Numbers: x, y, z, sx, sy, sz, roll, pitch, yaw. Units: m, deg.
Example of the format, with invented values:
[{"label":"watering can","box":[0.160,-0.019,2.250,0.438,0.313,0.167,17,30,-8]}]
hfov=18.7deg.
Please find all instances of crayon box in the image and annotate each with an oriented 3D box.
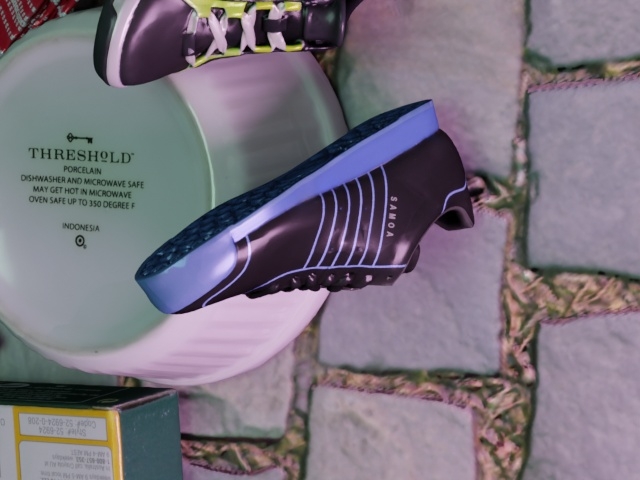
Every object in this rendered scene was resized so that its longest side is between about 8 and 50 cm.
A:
[{"label":"crayon box","box":[-0.194,0.264,1.367,0.203,0.083,0.323,0,96,29]}]

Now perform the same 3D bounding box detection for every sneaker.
[{"label":"sneaker","box":[-0.028,-0.151,1.175,0.097,0.235,0.084,41,149,26]},{"label":"sneaker","box":[0.000,0.000,1.167,0.081,0.232,0.090,-7,111,60]}]

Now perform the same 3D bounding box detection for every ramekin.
[{"label":"ramekin","box":[-0.123,-0.032,1.284,0.273,0.127,0.272,3,95,30]}]

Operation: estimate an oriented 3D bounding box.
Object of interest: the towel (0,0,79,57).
[{"label":"towel","box":[-0.249,-0.199,1.381,0.275,0.031,0.199,-48,59,24]}]
